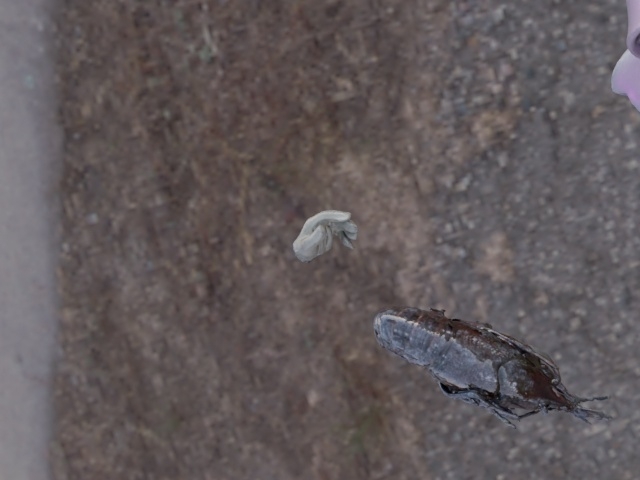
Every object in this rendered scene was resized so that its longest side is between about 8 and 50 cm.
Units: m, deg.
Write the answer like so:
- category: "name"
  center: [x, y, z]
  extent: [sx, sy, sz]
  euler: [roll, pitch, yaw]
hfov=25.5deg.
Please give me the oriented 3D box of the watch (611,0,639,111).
- category: "watch"
  center: [0.328, -0.222, 1.166]
  extent: [0.248, 0.217, 0.210]
  euler: [-6, 79, 32]

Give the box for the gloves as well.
- category: "gloves"
  center: [-0.001, -0.002, 1.127]
  extent: [0.081, 0.044, 0.037]
  euler: [-21, 94, 41]

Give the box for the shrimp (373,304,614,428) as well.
- category: "shrimp"
  center: [0.111, 0.084, 0.910]
  extent: [0.165, 0.056, 0.065]
  euler: [28, 172, -4]
